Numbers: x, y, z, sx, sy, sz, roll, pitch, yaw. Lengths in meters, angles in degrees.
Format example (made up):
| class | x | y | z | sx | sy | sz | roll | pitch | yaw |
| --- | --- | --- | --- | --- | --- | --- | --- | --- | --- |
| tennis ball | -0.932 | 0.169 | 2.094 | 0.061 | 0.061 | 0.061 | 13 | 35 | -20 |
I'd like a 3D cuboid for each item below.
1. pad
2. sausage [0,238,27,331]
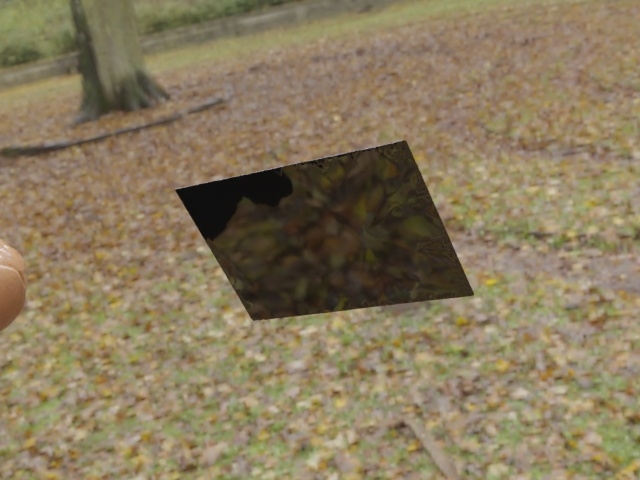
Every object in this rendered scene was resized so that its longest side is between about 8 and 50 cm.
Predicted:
| class | x | y | z | sx | sy | sz | roll | pitch | yaw |
| --- | --- | --- | --- | --- | --- | --- | --- | --- | --- |
| pad | 0.000 | 0.000 | 0.708 | 0.190 | 0.127 | 0.004 | -9 | 32 | 31 |
| sausage | -0.375 | 0.073 | 0.809 | 0.121 | 0.121 | 0.304 | -1 | 17 | 36 |
